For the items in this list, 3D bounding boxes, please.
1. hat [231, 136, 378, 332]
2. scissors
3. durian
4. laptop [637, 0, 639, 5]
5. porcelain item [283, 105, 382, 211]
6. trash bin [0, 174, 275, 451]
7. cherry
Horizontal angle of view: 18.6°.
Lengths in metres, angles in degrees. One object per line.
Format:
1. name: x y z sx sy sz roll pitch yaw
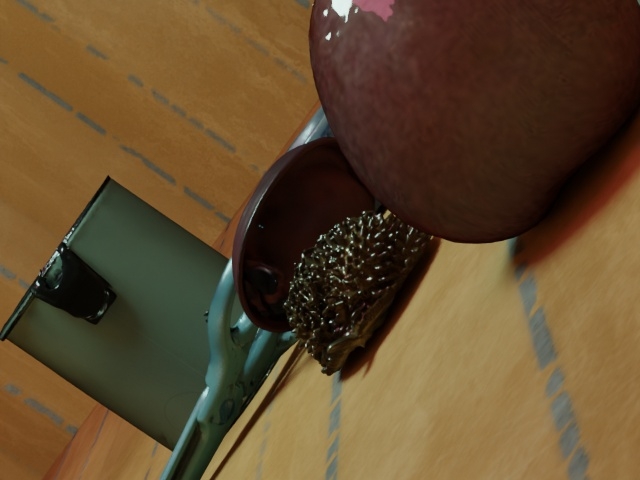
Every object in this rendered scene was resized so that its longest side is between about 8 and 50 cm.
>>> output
1. hat: 0.000 0.000 1.893 0.205 0.089 0.205 -32 -48 -44
2. scissors: -0.100 0.155 1.966 0.393 0.032 0.180 -63 -32 -1
3. durian: 0.019 0.040 1.678 0.148 0.091 0.188 -51 10 32
4. laptop: 0.278 -0.242 1.463 0.269 0.015 0.187 -56 15 -4
5. porcelain item: 0.024 -0.079 2.124 0.147 0.114 0.147 -52 8 10
6. trash bin: -0.190 0.090 2.168 0.217 0.262 0.277 -55 6 5
7. cherry: 0.095 -0.122 1.350 0.239 0.239 0.206 -49 17 43
